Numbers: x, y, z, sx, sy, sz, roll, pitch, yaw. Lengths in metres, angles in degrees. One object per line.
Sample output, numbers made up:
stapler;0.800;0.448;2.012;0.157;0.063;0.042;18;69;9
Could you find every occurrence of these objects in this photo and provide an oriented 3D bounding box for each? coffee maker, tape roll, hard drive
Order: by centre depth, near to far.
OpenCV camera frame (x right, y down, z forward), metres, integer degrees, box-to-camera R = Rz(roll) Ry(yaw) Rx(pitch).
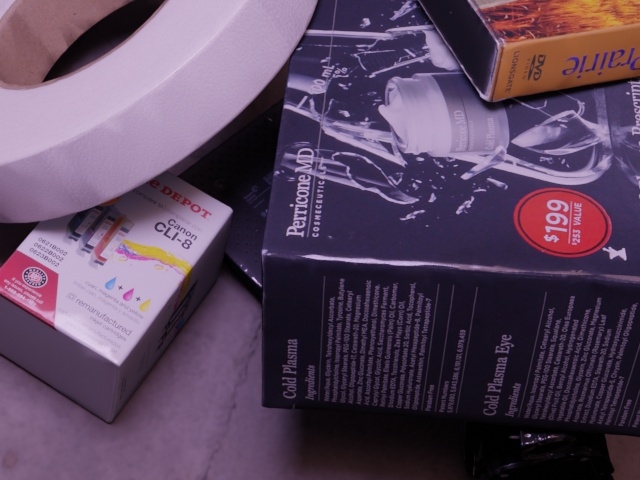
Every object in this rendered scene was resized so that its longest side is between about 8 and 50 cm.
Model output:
coffee maker;0.183;0.115;1.113;0.120;0.171;0.178;-4;61;-8
tape roll;-0.184;-0.180;1.127;0.392;0.072;0.392;-20;40;18
hard drive;0.000;0.000;1.206;0.255;0.054;0.172;43;62;13

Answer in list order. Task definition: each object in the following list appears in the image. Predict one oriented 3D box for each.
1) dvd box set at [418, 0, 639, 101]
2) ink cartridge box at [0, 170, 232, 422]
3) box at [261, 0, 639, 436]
dvd box set;0.268;-0.263;1.108;0.420;0.062;0.307;-10;50;-17
ink cartridge box;-0.176;0.032;1.108;0.128;0.127;0.176;30;59;6
box;0.122;-0.038;1.049;0.312;0.179;0.343;3;45;2
